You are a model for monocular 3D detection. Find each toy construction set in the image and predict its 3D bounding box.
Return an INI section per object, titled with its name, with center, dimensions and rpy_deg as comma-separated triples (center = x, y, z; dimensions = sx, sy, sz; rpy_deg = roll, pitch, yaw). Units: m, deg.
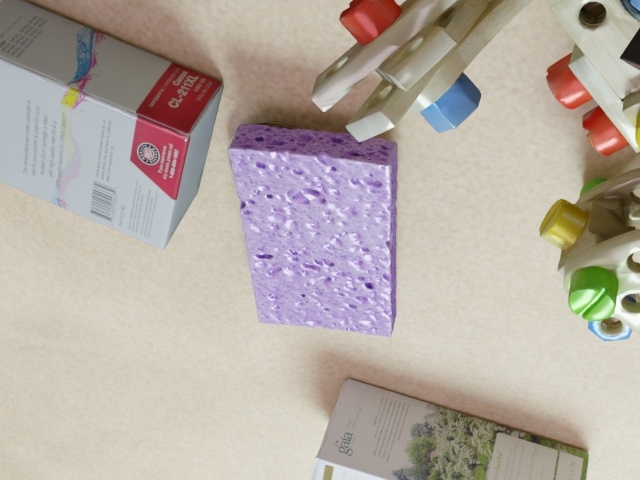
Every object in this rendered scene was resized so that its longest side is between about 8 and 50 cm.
[toy construction set]
center = 0.160, -0.066, 0.558
dimensions = 0.327, 0.151, 0.215
rpy_deg = 35, 134, -27

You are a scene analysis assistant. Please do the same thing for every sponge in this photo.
[sponge]
center = 0.000, 0.000, 0.746
dimensions = 0.117, 0.031, 0.210
rpy_deg = 7, 140, 10

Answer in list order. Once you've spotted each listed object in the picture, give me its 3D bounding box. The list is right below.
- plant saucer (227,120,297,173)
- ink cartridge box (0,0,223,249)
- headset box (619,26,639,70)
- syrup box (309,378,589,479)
[plant saucer]
center = -0.029, -0.060, 0.730
dimensions = 0.083, 0.015, 0.083
rpy_deg = 12, 136, 12
[ink cartridge box]
center = -0.175, -0.087, 0.725
dimensions = 0.175, 0.072, 0.127
rpy_deg = 23, 137, 1
[headset box]
center = 0.187, -0.093, 0.448
dimensions = 0.083, 0.032, 0.062
rpy_deg = 28, 105, -15
[syrup box]
center = 0.115, 0.220, 0.886
dimensions = 0.237, 0.093, 0.096
rpy_deg = 15, 137, 9
